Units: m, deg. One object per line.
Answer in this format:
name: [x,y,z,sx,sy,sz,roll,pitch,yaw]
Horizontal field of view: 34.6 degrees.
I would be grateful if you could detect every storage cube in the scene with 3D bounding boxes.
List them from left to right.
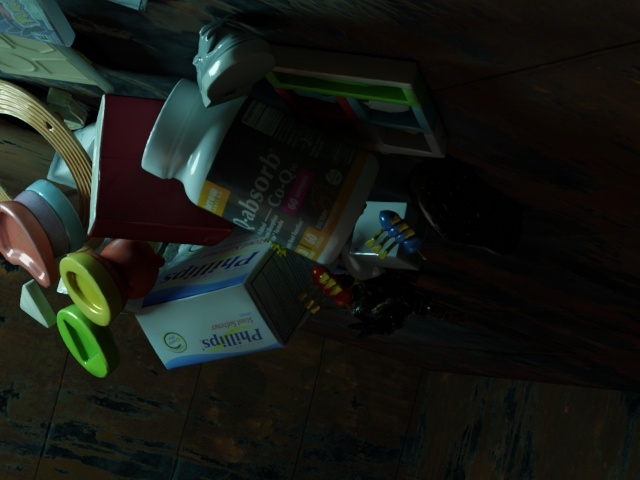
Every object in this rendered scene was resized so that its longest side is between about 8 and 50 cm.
storage cube: [-0.231,-0.095,1.496,0.193,0.183,0.215,5,173,-16]

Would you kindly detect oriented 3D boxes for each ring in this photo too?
ring: [-0.472,-0.120,1.700,0.337,0.032,0.336,23,137,24]

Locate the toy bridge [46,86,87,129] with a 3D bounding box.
toy bridge: [-0.414,-0.205,1.678,0.063,0.026,0.188,16,168,-12]

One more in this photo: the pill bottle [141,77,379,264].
pill bottle: [-0.078,-0.093,1.334,0.279,0.162,0.162,25,168,-2]

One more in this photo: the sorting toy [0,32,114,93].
sorting toy: [-0.397,-0.262,1.371,0.208,0.038,0.193,15,169,19]

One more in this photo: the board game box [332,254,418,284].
board game box: [0.072,0.062,2.383,0.281,0.027,0.145,4,166,41]

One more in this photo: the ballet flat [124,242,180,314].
ballet flat: [-0.338,-0.006,2.039,0.147,0.147,0.409,16,-151,-9]

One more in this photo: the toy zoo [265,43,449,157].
toy zoo: [0.053,-0.163,1.301,0.193,0.030,0.293,11,168,18]

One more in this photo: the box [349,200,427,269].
box: [0.120,-0.009,1.793,0.102,0.101,0.087,3,164,37]

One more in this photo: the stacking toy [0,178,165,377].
stacking toy: [-0.383,0.055,1.673,0.309,0.130,0.279,35,143,27]

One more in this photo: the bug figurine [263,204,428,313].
bug figurine: [0.040,-0.002,1.714,0.216,0.072,0.279,47,130,-5]

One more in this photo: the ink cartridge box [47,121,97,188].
ink cartridge box: [-0.269,-0.112,1.793,0.308,0.091,0.385,21,169,-28]

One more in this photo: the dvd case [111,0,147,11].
dvd case: [-0.242,-0.285,1.111,0.120,0.013,0.087,16,169,-13]

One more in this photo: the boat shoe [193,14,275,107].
boat shoe: [-0.110,-0.207,1.153,0.079,0.081,0.227,-22,-178,-13]

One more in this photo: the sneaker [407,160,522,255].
sneaker: [0.186,-0.044,1.551,0.124,0.107,0.283,13,170,39]

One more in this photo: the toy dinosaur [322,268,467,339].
toy dinosaur: [0.154,0.122,2.268,0.322,0.164,0.218,-9,177,16]

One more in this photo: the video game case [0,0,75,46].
video game case: [-0.393,-0.294,1.161,0.184,0.023,0.201,14,163,10]

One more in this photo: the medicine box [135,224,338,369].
medicine box: [-0.150,0.080,1.883,0.264,0.289,0.149,-15,113,30]

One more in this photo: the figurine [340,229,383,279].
figurine: [0.000,0.000,2.044,0.215,0.092,0.209,6,162,30]

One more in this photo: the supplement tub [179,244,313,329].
supplement tub: [-0.180,0.081,2.269,0.228,0.228,0.316,5,166,38]

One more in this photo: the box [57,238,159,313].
box: [-0.363,0.015,1.806,0.103,0.203,0.114,2,163,36]
